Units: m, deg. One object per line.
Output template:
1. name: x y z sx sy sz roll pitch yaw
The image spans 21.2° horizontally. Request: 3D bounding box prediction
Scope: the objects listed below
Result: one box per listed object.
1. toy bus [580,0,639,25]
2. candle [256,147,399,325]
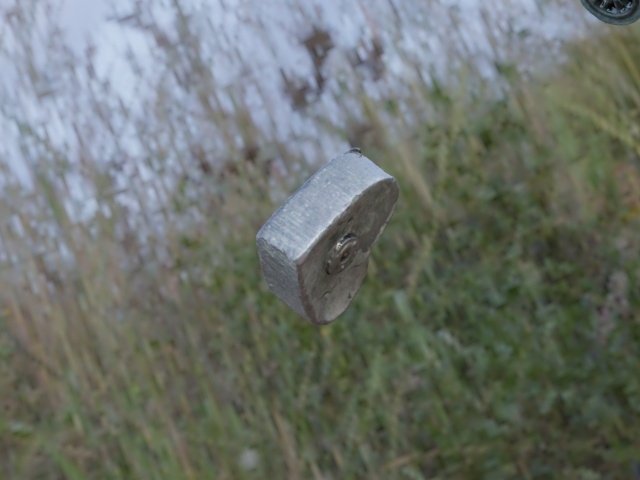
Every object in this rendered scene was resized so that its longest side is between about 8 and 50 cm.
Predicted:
1. toy bus: 0.141 -0.241 0.971 0.128 0.256 0.147 -50 -15 -35
2. candle: 0.000 0.000 1.827 0.168 0.068 0.192 -10 -53 -55
